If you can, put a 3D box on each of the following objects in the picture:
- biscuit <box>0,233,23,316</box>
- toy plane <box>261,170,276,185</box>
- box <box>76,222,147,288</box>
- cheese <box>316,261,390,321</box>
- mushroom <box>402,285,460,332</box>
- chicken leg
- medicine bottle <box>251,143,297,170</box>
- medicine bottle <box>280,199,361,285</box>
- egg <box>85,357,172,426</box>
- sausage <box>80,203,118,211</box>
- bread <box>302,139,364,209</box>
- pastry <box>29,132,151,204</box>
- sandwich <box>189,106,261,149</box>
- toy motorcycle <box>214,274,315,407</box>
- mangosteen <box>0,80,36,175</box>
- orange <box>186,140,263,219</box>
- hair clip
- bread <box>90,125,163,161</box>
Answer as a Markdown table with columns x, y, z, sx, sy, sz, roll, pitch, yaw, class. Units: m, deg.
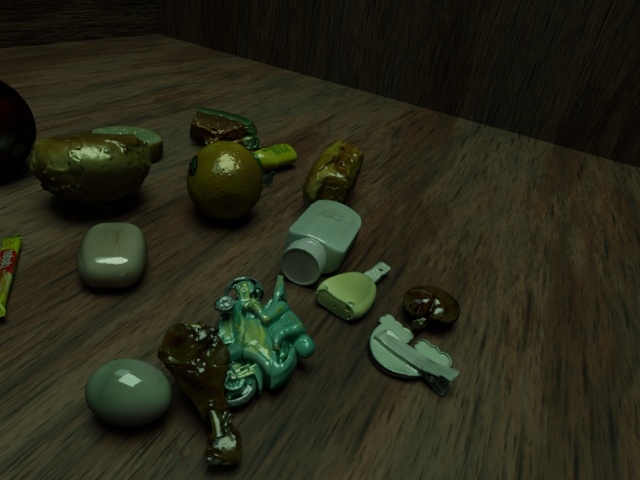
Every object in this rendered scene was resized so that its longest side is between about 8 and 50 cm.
| x | y | z | sx | sy | sz | roll | pitch | yaw | class |
| --- | --- | --- | --- | --- | --- | --- | --- | --- | --- |
| -0.672 | 0.074 | 1.000 | 0.048 | 0.026 | 0.292 | -21 | 39 | -11 | biscuit |
| -0.261 | -0.214 | 1.533 | 0.235 | 0.096 | 0.060 | 12 | 29 | -34 | toy plane |
| -0.471 | 0.031 | 1.070 | 0.146 | 0.088 | 0.200 | 0 | 34 | -19 | box |
| 0.101 | 0.108 | 1.158 | 0.127 | 0.054 | 0.251 | 30 | 36 | 24 | cheese |
| 0.253 | 0.157 | 1.098 | 0.135 | 0.080 | 0.170 | 14 | 27 | 26 | mushroom |
| -0.188 | 0.244 | 0.773 | 0.107 | 0.087 | 0.251 | -24 | 65 | -3 | chicken leg |
| -0.214 | -0.283 | 1.670 | 0.111 | 0.076 | 0.309 | 25 | 33 | 33 | medicine bottle |
| 0.000 | 0.000 | 1.248 | 0.161 | 0.111 | 0.296 | 22 | 31 | 8 | medicine bottle |
| -0.307 | 0.244 | 0.759 | 0.135 | 0.103 | 0.103 | 14 | 31 | -3 | egg |
| -0.609 | -0.091 | 1.295 | 0.100 | 0.015 | 0.015 | 6 | 31 | -8 | sausage |
| 0.036 | -0.198 | 1.506 | 0.149 | 0.195 | 0.344 | 19 | 29 | 4 | bread |
| -0.607 | -0.190 | 1.273 | 0.284 | 0.184 | 0.316 | 2 | 17 | 5 | pastry |
| -0.396 | -0.426 | 1.816 | 0.292 | 0.109 | 0.212 | 27 | 34 | 24 | sandwich |
| -0.112 | 0.178 | 0.915 | 0.198 | 0.109 | 0.296 | -1 | 43 | -9 | toy motorcycle |
| -0.980 | -0.303 | 1.325 | 0.306 | 0.359 | 0.306 | 16 | 57 | -26 | mangosteen |
| -0.271 | -0.171 | 1.336 | 0.236 | 0.236 | 0.236 | 8 | 31 | -5 | orange |
| 0.182 | 0.235 | 0.981 | 0.220 | 0.054 | 0.140 | 31 | 41 | 34 | hair clip |
| -0.662 | -0.328 | 1.613 | 0.236 | 0.070 | 0.236 | 8 | 30 | -5 | bread |
